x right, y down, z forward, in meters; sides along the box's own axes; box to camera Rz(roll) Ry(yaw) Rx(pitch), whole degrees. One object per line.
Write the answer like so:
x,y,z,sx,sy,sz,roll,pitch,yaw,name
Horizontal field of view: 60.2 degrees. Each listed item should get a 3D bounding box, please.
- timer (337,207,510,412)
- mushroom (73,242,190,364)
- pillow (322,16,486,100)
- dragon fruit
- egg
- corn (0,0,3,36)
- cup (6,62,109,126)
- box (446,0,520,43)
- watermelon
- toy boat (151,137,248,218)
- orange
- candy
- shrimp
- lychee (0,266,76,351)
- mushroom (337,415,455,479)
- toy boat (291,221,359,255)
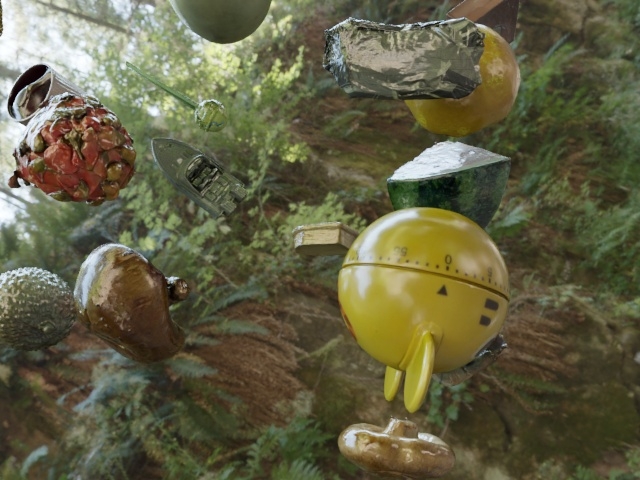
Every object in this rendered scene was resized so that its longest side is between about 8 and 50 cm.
0.199,0.140,1.103,0.376,0.377,0.386,63,-143,-73,timer
-0.316,0.113,0.894,0.138,0.194,0.231,-64,-28,-43,mushroom
0.156,-0.364,1.109,0.093,0.335,0.161,-16,-68,-65,pillow
-0.606,-0.215,1.442,0.296,0.263,0.314,39,-108,-45,dragon fruit
-0.233,-0.607,1.282,0.258,0.259,0.352,-64,3,-6,egg
-0.889,-0.682,1.433,0.101,0.102,0.310,-44,-27,-57,corn
-0.887,-0.444,1.861,0.208,0.288,0.273,-56,-34,-2,cup
0.472,-0.625,1.619,0.215,0.086,0.215,-38,-27,-6,box
0.352,-0.135,1.393,0.292,0.251,0.283,-56,-33,-23,watermelon
-0.376,-0.201,1.659,0.141,0.320,0.092,-58,10,-31,toy boat
0.325,-0.376,1.306,0.279,0.279,0.235,-60,-9,-24,orange
-0.421,-0.426,1.607,0.092,0.336,0.093,-60,7,-20,candy
0.337,0.253,1.322,0.195,0.147,0.035,-29,-18,-3,shrimp
-0.863,0.201,1.639,0.255,0.274,0.255,-22,-55,-36,lychee
0.179,0.494,1.307,0.278,0.279,0.145,63,-142,-73,mushroom
0.000,0.000,1.499,0.116,0.188,0.061,27,-117,-53,toy boat
